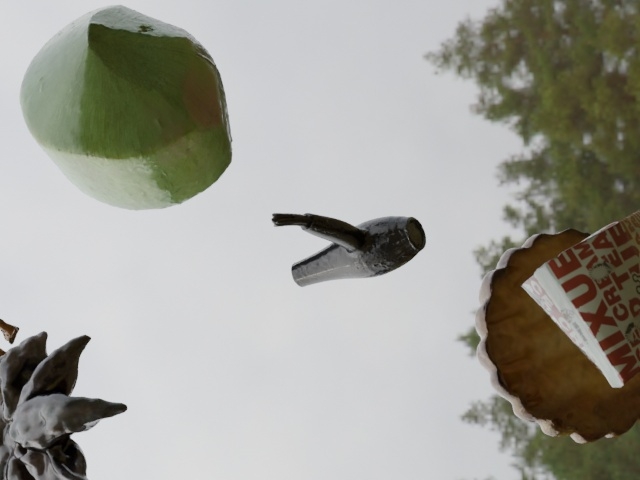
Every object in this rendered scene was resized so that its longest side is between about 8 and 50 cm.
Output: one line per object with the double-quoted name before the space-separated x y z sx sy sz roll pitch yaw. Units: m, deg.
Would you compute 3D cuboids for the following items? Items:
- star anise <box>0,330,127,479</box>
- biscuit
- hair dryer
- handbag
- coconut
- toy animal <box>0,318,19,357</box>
"star anise" -0.230 0.160 0.832 0.061 0.204 0.181 -3 -80 -47
"biscuit" 0.378 0.147 1.596 0.325 0.107 0.326 5 -106 -16
"hair dryer" 0.000 0.000 1.286 0.219 0.195 0.075 22 -124 -49
"handbag" 0.358 0.069 1.234 0.171 0.151 0.298 57 -153 8
"coconut" -0.280 -0.198 1.536 0.281 0.328 0.328 -35 -53 -8
"toy animal" -0.368 0.100 1.025 0.116 0.255 0.114 24 -128 -10
